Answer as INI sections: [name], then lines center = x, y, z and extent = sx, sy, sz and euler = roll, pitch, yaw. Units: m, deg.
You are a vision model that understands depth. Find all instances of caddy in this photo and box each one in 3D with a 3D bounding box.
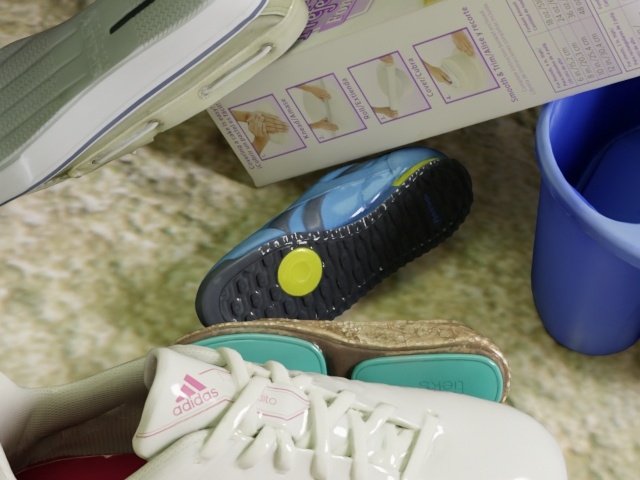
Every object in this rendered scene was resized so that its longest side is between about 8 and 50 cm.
[caddy]
center = 0.271, -0.056, 0.914
extent = 0.241, 0.179, 0.341
euler = 20, 46, 17

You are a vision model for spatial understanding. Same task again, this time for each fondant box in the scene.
[fondant box]
center = 0.100, -0.177, 0.979
extent = 0.330, 0.096, 0.238
euler = -16, 31, 36

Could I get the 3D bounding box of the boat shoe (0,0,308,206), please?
[boat shoe]
center = -0.142, -0.092, 0.939
extent = 0.302, 0.094, 0.109
euler = -29, 51, 22

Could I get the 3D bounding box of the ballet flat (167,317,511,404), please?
[ballet flat]
center = 0.008, 0.077, 0.855
extent = 0.206, 0.073, 0.067
euler = 4, 16, -2

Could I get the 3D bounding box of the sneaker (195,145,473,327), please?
[sneaker]
center = 0.000, 0.000, 0.935
extent = 0.209, 0.069, 0.082
euler = -30, 27, -24

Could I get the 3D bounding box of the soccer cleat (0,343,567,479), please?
[soccer cleat]
center = -0.026, 0.115, 0.743
extent = 0.331, 0.143, 0.116
euler = -4, 43, -7
